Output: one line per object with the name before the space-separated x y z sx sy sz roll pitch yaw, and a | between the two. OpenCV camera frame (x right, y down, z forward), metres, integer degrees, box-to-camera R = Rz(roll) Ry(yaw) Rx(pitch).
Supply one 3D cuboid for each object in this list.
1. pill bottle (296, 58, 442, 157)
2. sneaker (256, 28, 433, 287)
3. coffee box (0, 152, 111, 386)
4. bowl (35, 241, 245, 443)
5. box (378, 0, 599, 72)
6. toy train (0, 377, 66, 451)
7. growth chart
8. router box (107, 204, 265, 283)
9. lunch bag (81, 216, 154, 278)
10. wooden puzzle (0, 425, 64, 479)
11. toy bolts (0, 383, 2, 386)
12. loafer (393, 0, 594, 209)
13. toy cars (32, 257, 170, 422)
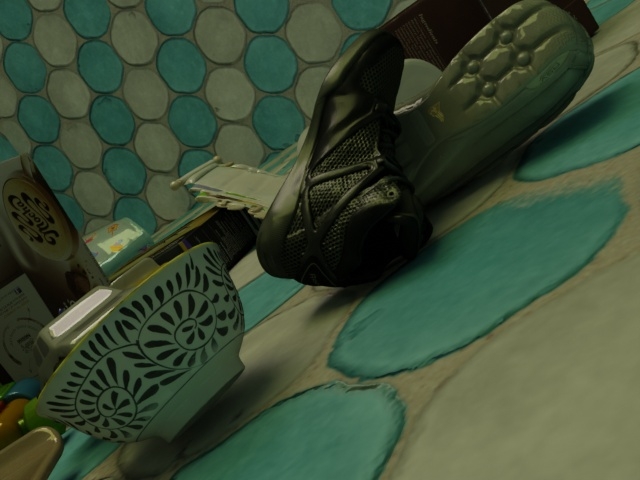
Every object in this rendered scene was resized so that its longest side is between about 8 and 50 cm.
pill bottle | 0.066 -0.137 1.016 0.121 0.121 0.221 -40 12 -32
sneaker | 0.047 -0.063 0.645 0.130 0.087 0.228 14 73 31
coffee box | -0.374 0.055 1.018 0.118 0.297 0.168 -27 10 14
bowl | -0.107 0.088 0.560 0.170 0.080 0.170 -45 -7 -7
box | 0.220 -0.285 1.080 0.168 0.167 0.203 -39 11 -28
toy train | -0.323 0.198 0.795 0.143 0.105 0.248 -21 9 -2
growth chart | -0.115 -0.080 1.246 0.237 0.021 0.172 18 30 23
router box | -0.250 0.051 1.271 0.308 0.081 0.243 -29 11 29
lunch bag | -0.481 0.064 1.739 0.223 0.160 0.262 -38 14 -24
wooden puzzle | -0.296 0.255 0.573 0.221 0.044 0.239 -34 15 4
toy bolts | -0.566 0.226 1.075 0.228 0.218 0.158 -43 -14 -12
loafer | 0.110 -0.087 0.736 0.319 0.112 0.111 -34 -28 29
toy cars | -0.199 0.076 0.797 0.176 0.087 0.393 -43 0 6
